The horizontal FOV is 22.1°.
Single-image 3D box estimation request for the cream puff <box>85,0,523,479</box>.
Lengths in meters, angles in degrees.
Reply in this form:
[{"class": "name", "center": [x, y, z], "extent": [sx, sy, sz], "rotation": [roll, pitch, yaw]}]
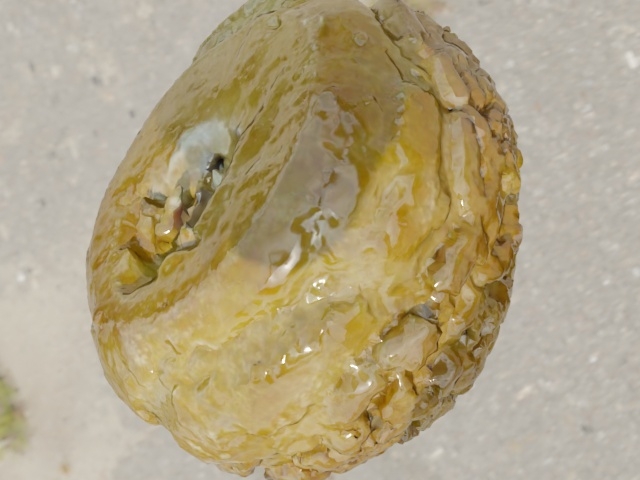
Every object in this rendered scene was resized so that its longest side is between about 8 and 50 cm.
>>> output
[{"class": "cream puff", "center": [0.000, 0.000, 1.102], "extent": [0.327, 0.231, 0.343], "rotation": [-49, 29, 23]}]
